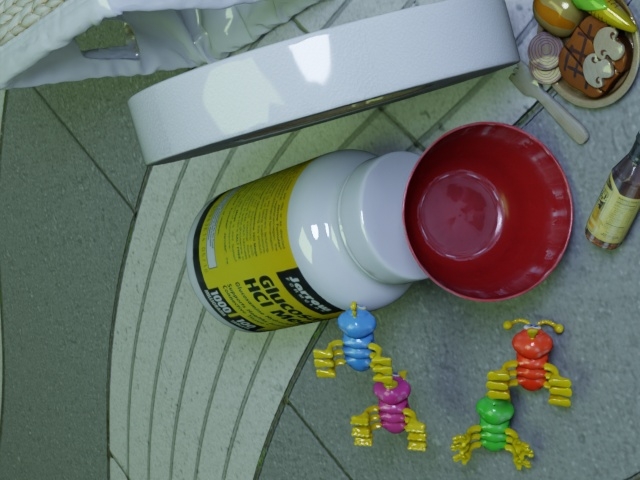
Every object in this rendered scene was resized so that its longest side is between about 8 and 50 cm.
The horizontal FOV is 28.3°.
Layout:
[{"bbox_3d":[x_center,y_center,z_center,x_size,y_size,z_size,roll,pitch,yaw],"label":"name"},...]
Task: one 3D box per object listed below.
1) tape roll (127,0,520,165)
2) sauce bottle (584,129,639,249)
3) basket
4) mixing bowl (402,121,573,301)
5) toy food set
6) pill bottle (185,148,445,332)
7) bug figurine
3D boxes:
[{"bbox_3d":[0.003,-0.156,1.257,0.392,0.392,0.072,-10,97,52],"label":"tape roll"},{"bbox_3d":[0.295,-0.050,1.222,0.042,0.042,0.128,43,132,32],"label":"sauce bottle"},{"bbox_3d":[-0.218,-0.353,1.502,0.331,0.328,0.266,-18,86,53],"label":"basket"},{"bbox_3d":[0.160,-0.027,1.317,0.098,0.181,0.181,171,82,-79],"label":"mixing bowl"},{"bbox_3d":[0.249,-0.189,1.221,0.132,0.038,0.192,50,138,25],"label":"toy food set"},{"bbox_3d":[0.000,0.000,1.483,0.334,0.188,0.188,-16,92,53],"label":"pill bottle"},{"bbox_3d":[0.136,0.157,1.409,0.279,0.072,0.216,7,132,10],"label":"bug figurine"}]
